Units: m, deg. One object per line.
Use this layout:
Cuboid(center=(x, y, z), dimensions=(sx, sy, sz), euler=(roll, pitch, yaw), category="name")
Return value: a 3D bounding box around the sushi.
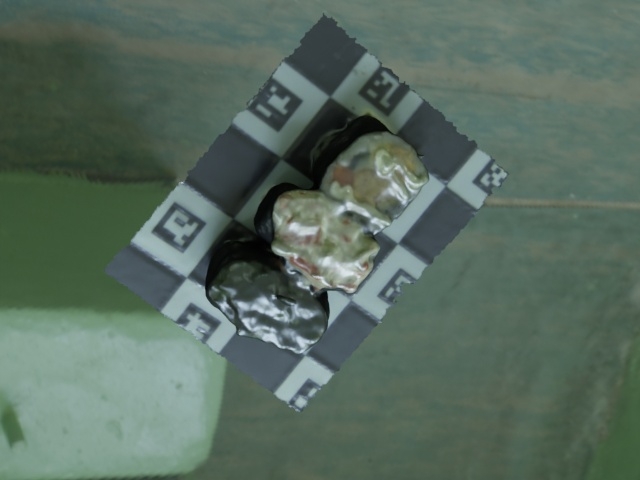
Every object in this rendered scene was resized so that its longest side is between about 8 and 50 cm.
Cuboid(center=(0.000, 0.000, 1.267), dimensions=(0.296, 0.100, 0.373), euler=(38, 100, -22), category="sushi")
